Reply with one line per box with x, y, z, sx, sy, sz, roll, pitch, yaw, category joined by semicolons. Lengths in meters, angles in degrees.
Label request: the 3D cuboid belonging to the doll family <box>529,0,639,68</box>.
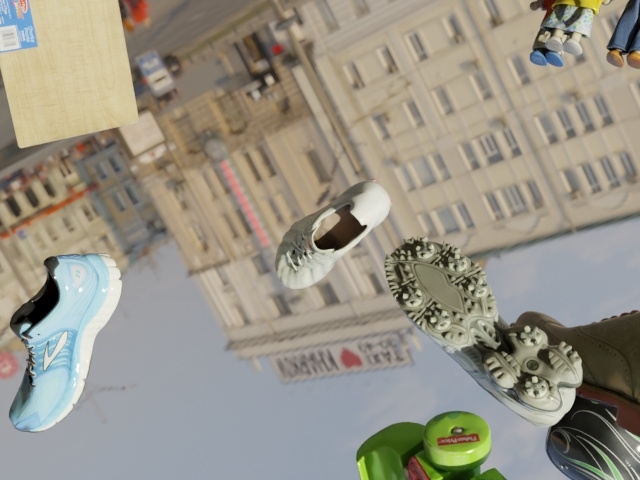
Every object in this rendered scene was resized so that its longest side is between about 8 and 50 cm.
0.388;-0.305;1.268;0.262;0.118;0.163;17;-101;26;doll family

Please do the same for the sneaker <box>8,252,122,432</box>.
-0.225;0.079;0.804;0.073;0.162;0.063;14;-168;-42;sneaker

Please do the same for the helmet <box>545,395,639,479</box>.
0.421;0.284;1.413;0.161;0.169;0.169;26;-135;32;helmet

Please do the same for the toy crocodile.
0.158;0.265;0.928;0.105;0.115;0.340;-22;-148;-25;toy crocodile

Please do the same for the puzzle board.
-0.196;-0.142;0.756;0.096;0.128;0.011;-15;-155;-20;puzzle board

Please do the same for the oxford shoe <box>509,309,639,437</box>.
0.351;0.134;1.147;0.348;0.123;0.130;30;-79;57;oxford shoe

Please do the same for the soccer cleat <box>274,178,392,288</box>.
0.000;0.000;1.078;0.196;0.068;0.076;-41;-179;42;soccer cleat

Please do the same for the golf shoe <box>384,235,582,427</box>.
0.111;0.073;0.730;0.069;0.176;0.086;-34;149;-15;golf shoe
